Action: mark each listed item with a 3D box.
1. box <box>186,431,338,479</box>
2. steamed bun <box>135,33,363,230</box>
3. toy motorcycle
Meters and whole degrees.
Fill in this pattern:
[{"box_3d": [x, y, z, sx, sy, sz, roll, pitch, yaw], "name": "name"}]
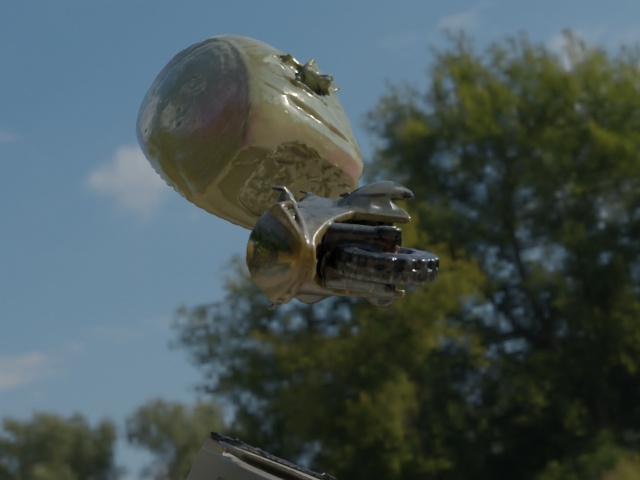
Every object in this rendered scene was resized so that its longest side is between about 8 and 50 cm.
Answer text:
[{"box_3d": [0.041, 0.263, 1.177, 0.173, 0.145, 0.333, 16, -10, 40], "name": "box"}, {"box_3d": [-0.056, -0.103, 1.415, 0.170, 0.238, 0.152, 24, -76, -28], "name": "steamed bun"}, {"box_3d": [0.000, 0.001, 1.172, 0.130, 0.094, 0.229, 1, 7, -13], "name": "toy motorcycle"}]
